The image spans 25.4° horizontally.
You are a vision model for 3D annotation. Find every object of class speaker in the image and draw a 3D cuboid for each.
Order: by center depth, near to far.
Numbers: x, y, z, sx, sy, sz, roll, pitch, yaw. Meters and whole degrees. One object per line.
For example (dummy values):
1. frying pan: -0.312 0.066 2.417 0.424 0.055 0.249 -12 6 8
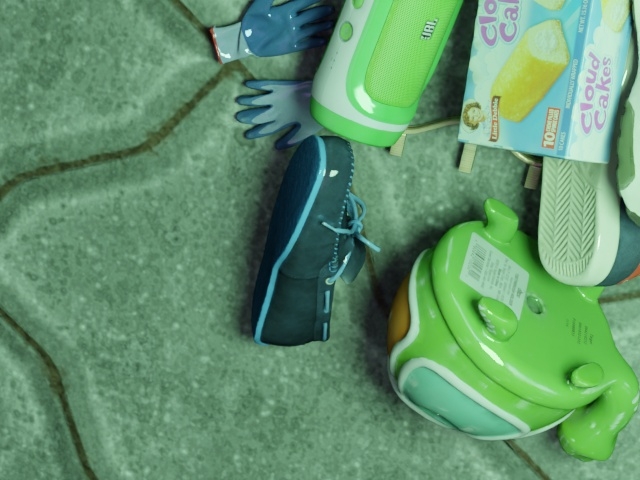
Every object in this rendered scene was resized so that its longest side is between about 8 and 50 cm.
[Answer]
1. speaker: 0.088 -0.260 1.593 0.131 0.131 0.297 23 110 4

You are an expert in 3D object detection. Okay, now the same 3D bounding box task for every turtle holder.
1. turtle holder: 0.224 0.122 1.676 0.320 0.243 0.227 14 139 -33

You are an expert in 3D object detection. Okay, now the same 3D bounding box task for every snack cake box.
1. snack cake box: 0.248 -0.224 1.528 0.152 0.089 0.264 13 98 42

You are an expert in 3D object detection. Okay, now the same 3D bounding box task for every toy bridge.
1. toy bridge: 0.179 -0.112 1.687 0.188 0.026 0.063 14 111 7

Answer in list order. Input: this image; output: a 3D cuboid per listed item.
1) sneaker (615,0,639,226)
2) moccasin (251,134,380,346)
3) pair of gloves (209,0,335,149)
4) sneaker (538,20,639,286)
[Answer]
1. sneaker: 0.428 -0.209 1.470 0.182 0.158 0.410 5 93 37
2. moccasin: 0.000 0.000 1.702 0.116 0.138 0.342 7 142 -11
3. pair of gloves: -0.043 -0.210 1.704 0.159 0.023 0.198 -13 107 15
4. sneaker: 0.339 -0.119 1.610 0.131 0.148 0.350 13 96 52
